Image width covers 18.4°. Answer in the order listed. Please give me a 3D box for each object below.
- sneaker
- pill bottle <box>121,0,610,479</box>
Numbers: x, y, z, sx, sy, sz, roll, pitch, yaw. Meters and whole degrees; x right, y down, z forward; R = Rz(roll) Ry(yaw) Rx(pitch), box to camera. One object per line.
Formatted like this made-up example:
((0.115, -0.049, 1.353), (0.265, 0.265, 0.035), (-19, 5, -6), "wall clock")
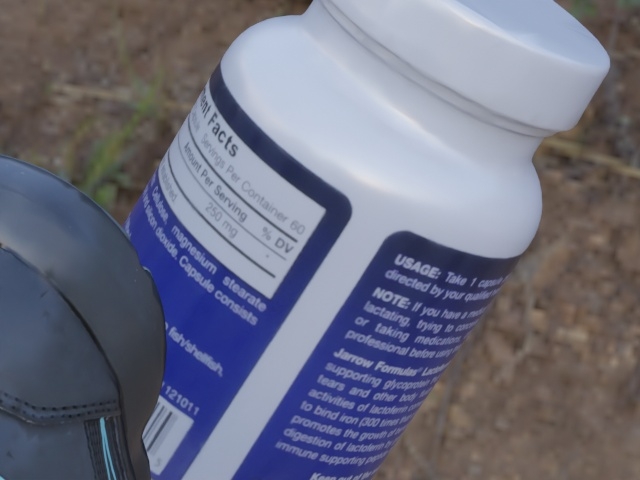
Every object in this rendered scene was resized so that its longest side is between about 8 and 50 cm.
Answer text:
((-0.079, 0.103, 0.534), (0.101, 0.267, 0.106), (2, 44, 23), "sneaker")
((0.000, 0.000, 0.844), (0.153, 0.264, 0.153), (29, 20, -12), "pill bottle")
